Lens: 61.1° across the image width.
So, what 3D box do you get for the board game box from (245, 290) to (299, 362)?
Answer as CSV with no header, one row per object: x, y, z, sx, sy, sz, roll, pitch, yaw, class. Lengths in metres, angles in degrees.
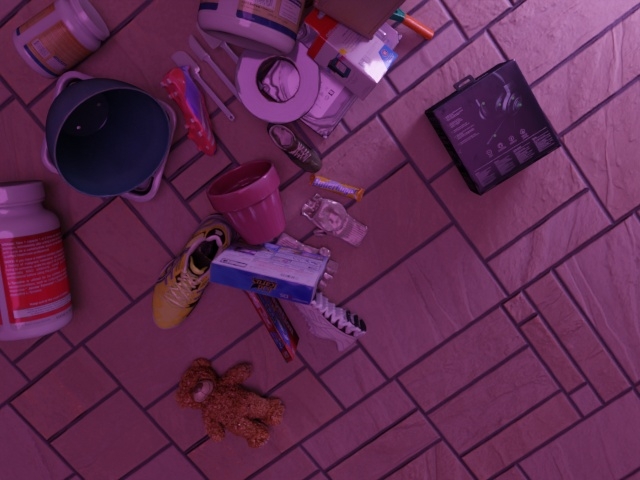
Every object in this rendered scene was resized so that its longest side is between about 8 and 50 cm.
-0.144,0.200,1.563,0.027,0.145,0.282,-26,102,10,board game box

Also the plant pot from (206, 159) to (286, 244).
-0.186,-0.096,1.484,0.201,0.201,0.180,-20,117,4,plant pot

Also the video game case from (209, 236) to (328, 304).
-0.130,0.076,1.459,0.269,0.244,0.061,13,108,6,video game case

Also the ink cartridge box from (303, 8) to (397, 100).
0.063,-0.479,1.351,0.231,0.078,0.134,39,58,-7,ink cartridge box

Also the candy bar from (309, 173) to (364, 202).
0.045,-0.151,1.550,0.161,0.018,0.040,17,102,-4,candy bar

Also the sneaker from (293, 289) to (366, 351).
-0.008,0.221,1.594,0.292,0.110,0.118,36,109,-7,sneaker

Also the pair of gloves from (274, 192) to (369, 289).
0.000,0.000,1.572,0.204,0.042,0.240,38,99,-7,pair of gloves

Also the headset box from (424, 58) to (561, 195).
0.451,-0.310,1.457,0.246,0.131,0.283,-33,100,7,headset box

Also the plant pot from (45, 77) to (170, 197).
-0.550,-0.282,1.344,0.195,0.290,0.290,40,102,30,plant pot

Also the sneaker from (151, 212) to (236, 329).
-0.380,0.095,1.540,0.145,0.147,0.385,29,102,-8,sneaker

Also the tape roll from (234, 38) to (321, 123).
-0.108,-0.412,1.398,0.218,0.072,0.220,0,102,-1,tape roll

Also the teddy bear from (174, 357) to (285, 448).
-0.275,0.501,1.648,0.245,0.113,0.338,-38,100,6,teddy bear

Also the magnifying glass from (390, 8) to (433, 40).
0.198,-0.597,1.428,0.230,0.092,0.026,25,140,-13,magnifying glass

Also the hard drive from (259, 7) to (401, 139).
0.024,-0.477,1.456,0.236,0.064,0.339,37,99,-8,hard drive

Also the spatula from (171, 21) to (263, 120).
-0.274,-0.457,1.451,0.168,0.019,0.242,-40,94,23,spatula

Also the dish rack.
-0.574,-0.284,1.494,0.332,0.072,0.286,19,103,-4,dish rack

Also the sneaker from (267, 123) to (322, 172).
-0.075,-0.254,1.492,0.192,0.086,0.064,43,99,-9,sneaker

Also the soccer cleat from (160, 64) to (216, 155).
-0.336,-0.352,1.476,0.095,0.083,0.248,-43,117,-31,soccer cleat

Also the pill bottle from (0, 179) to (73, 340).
-0.826,0.047,1.487,0.228,0.229,0.409,-2,102,0,pill bottle

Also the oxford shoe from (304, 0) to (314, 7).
-0.174,-0.684,1.374,0.347,0.130,0.123,8,102,-2,oxford shoe

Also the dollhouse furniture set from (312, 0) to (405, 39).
0.151,-0.728,1.274,0.361,0.256,0.395,22,66,-22,dollhouse furniture set

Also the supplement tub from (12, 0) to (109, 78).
-0.667,-0.529,1.402,0.199,0.144,0.144,-30,101,7,supplement tub

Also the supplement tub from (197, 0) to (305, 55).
-0.133,-0.600,1.209,0.228,0.228,0.317,15,100,-3,supplement tub
